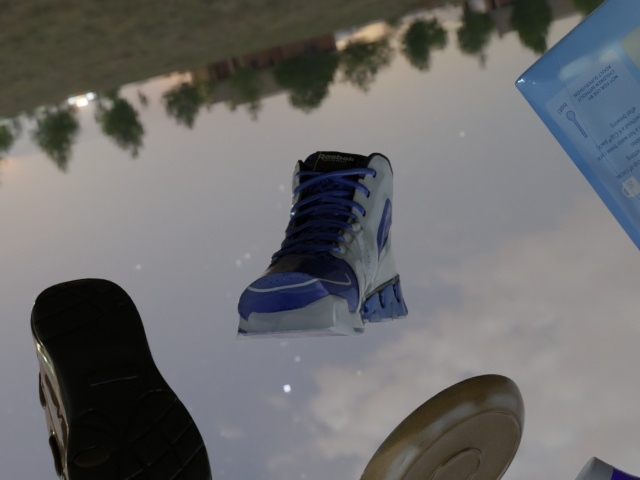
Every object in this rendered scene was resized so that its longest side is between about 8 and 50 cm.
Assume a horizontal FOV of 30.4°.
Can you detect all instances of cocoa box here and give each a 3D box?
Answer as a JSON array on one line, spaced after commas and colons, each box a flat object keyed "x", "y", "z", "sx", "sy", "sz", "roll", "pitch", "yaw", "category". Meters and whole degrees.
[{"x": 0.388, "y": -0.166, "z": 0.986, "sx": 0.228, "sy": 0.231, "sz": 0.347, "roll": -27, "pitch": 169, "yaw": -47, "category": "cocoa box"}]

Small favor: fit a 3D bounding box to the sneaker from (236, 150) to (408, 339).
[{"x": 0.000, "y": 0.000, "z": 1.165, "sx": 0.127, "sy": 0.182, "sz": 0.315, "roll": -4, "pitch": -179, "yaw": 17, "category": "sneaker"}]

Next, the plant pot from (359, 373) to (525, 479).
[{"x": 0.139, "y": 0.248, "z": 1.289, "sx": 0.236, "sy": 0.236, "sz": 0.032, "roll": -19, "pitch": -135, "yaw": -28, "category": "plant pot"}]

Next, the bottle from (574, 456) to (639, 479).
[{"x": 0.365, "y": 0.301, "z": 1.100, "sx": 0.283, "sy": 0.118, "sz": 0.092, "roll": 29, "pitch": -141, "yaw": 7, "category": "bottle"}]

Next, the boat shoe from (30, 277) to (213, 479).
[{"x": -0.180, "y": 0.182, "z": 1.042, "sx": 0.122, "sy": 0.120, "sz": 0.324, "roll": -5, "pitch": -132, "yaw": -22, "category": "boat shoe"}]
